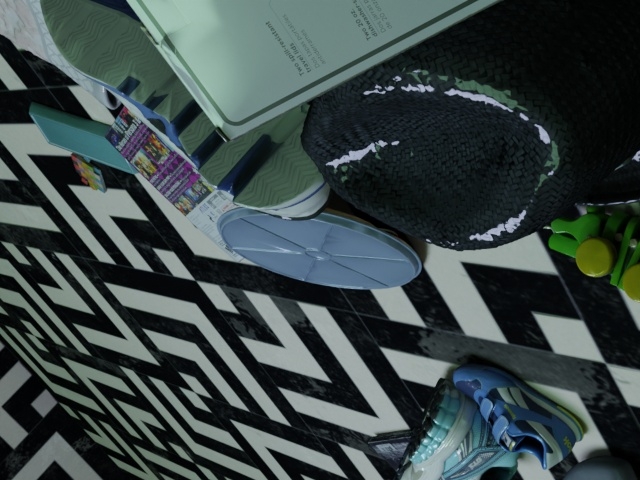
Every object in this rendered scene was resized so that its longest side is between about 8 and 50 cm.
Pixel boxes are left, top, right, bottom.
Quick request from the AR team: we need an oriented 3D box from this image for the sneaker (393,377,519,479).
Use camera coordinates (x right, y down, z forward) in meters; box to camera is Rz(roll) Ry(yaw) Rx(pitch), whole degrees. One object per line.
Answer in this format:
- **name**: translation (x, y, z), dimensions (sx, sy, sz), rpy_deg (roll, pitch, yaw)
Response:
- **sneaker**: translation (0.152, 0.267, 1.186), dimensions (0.122, 0.110, 0.283), rpy_deg (23, 150, 6)

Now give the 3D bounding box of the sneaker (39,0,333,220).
- **sneaker**: translation (-0.097, -0.118, 0.881), dimensions (0.315, 0.127, 0.182), rpy_deg (47, 177, 19)

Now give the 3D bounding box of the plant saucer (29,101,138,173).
- **plant saucer**: translation (-0.294, -0.126, 1.293), dimensions (0.192, 0.018, 0.067), rpy_deg (21, 148, 38)

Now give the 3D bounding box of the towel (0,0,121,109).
- **towel**: translation (-0.320, -0.306, 1.001), dimensions (0.317, 0.053, 0.332), rpy_deg (34, 153, 16)

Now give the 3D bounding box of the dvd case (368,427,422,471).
- **dvd case**: translation (0.178, 0.329, 1.362), dimensions (0.221, 0.018, 0.164), rpy_deg (45, 153, -7)

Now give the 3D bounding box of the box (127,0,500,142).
- **box**: translation (0.034, -0.186, 0.471), dimensions (0.290, 0.087, 0.169), rpy_deg (-26, 118, 21)

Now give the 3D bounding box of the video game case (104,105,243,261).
- **video game case**: translation (-0.115, -0.082, 1.082), dimensions (0.210, 0.042, 0.232), rpy_deg (43, 155, -7)

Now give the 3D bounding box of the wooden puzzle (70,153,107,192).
- **wooden puzzle**: translation (-0.307, -0.089, 1.382), dimensions (0.049, 0.006, 0.083), rpy_deg (32, 153, 20)

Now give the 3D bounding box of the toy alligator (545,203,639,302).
- **toy alligator**: translation (0.210, -0.002, 0.758), dimensions (0.189, 0.056, 0.051), rpy_deg (33, 111, 35)

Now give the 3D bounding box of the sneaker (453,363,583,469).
- **sneaker**: translation (0.190, 0.176, 1.050), dimensions (0.144, 0.059, 0.053), rpy_deg (30, 155, 24)

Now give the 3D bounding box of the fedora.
- **fedora**: translation (0.089, -0.095, 0.648), dimensions (0.334, 0.152, 0.334), rpy_deg (32, 153, 19)

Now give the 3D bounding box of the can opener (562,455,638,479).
- **can opener**: translation (0.280, 0.293, 1.128), dimensions (0.283, 0.076, 0.095), rpy_deg (122, 130, -65)

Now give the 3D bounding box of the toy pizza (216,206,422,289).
- **toy pizza**: translation (0.000, 0.000, 1.002), dimensions (0.201, 0.032, 0.201), rpy_deg (12, 161, 4)
